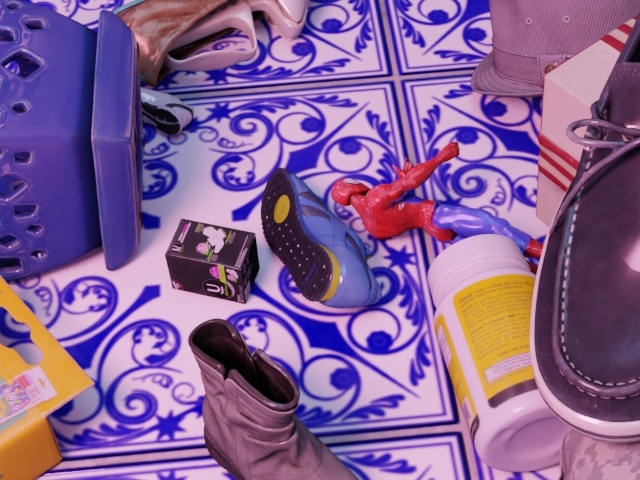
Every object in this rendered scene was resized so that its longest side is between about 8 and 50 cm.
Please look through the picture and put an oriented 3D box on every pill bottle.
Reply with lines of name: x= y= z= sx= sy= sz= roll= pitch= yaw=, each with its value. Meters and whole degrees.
pill bottle: x=0.176 y=0.102 z=1.186 sx=0.119 sy=0.119 sz=0.208 roll=-10 pitch=50 yaw=-7

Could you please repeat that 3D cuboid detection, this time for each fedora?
fedora: x=0.282 y=-0.268 z=1.421 sx=0.243 sy=0.124 sz=0.275 roll=-41 pitch=31 yaw=-29

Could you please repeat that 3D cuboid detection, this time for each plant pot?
plant pot: x=-0.295 y=-0.105 z=1.316 sx=0.212 sy=0.236 sz=0.236 roll=0 pitch=48 yaw=-6

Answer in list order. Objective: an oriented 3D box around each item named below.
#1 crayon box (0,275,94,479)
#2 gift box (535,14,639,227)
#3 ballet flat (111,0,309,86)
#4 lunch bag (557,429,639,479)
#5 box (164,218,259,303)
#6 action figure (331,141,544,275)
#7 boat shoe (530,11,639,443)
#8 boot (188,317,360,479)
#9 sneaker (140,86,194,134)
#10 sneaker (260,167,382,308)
crayon box: x=-0.391 y=0.182 z=1.165 sx=0.323 sy=0.083 sz=0.203 roll=-33 pitch=56 yaw=-23
gift box: x=0.398 y=-0.090 z=1.252 sx=0.276 sy=0.255 sz=0.258 roll=-34 pitch=55 yaw=-14
ballet flat: x=-0.099 y=-0.286 z=1.549 sx=0.342 sy=0.116 sz=0.124 roll=-30 pitch=75 yaw=-21
lunch bag: x=0.276 y=0.282 z=0.969 sx=0.256 sy=0.213 sz=0.305 roll=5 pitch=45 yaw=29
box: x=-0.112 y=0.022 z=1.303 sx=0.083 sy=0.062 sz=0.052 roll=12 pitch=52 yaw=12
action figure: x=0.154 y=-0.043 z=1.332 sx=0.280 sy=0.091 sz=0.139 roll=15 pitch=58 yaw=13
boat shoe: x=0.297 y=-0.077 z=1.031 sx=0.186 sy=0.156 sz=0.500 roll=19 pitch=75 yaw=30
boot: x=-0.028 y=0.183 z=1.096 sx=0.246 sy=0.161 sz=0.083 roll=35 pitch=59 yaw=28
sneaker: x=-0.197 y=-0.159 z=1.485 sx=0.109 sy=0.040 sz=0.043 roll=29 pitch=40 yaw=20
sneaker: x=0.000 y=0.000 z=1.327 sx=0.082 sy=0.069 sz=0.209 roll=11 pitch=31 yaw=-33
